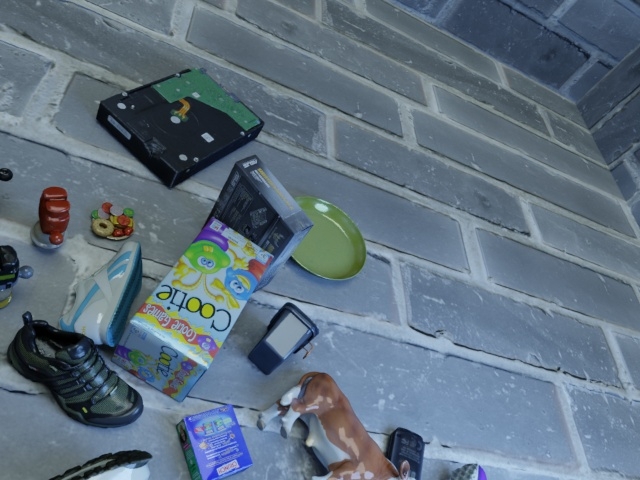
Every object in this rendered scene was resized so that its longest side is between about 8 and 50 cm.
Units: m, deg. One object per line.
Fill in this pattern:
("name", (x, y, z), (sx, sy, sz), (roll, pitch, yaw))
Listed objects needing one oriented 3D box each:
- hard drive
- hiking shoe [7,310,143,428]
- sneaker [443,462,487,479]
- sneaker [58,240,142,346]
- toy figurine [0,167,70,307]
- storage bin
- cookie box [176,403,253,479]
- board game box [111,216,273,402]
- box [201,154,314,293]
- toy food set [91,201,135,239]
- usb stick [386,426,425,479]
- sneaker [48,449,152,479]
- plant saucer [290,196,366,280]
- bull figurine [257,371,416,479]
("hard drive", (-0.319, -0.283, 1.286), (0.237, 0.064, 0.339), (42, 43, 2))
("hiking shoe", (-0.364, 0.199, 0.812), (0.227, 0.114, 0.086), (34, 43, -7))
("sneaker", (0.276, 0.564, 0.978), (0.146, 0.102, 0.293), (36, 47, -10))
("sneaker", (-0.368, 0.078, 0.933), (0.092, 0.087, 0.229), (6, 38, -2))
("toy figurine", (-0.534, -0.022, 0.867), (0.213, 0.148, 0.209), (32, 49, -12))
("storage bin", (-0.072, 0.197, 1.017), (0.098, 0.135, 0.091), (43, 54, 3))
("cookie box", (-0.174, 0.336, 0.886), (0.091, 0.040, 0.107), (-5, 58, -38))
("board game box", (-0.220, 0.115, 0.963), (0.142, 0.144, 0.275), (33, 42, -6))
("box", (-0.133, -0.027, 1.078), (0.183, 0.231, 0.056), (49, 47, 11))
("toy food set", (-0.403, -0.038, 1.053), (0.083, 0.020, 0.083), (10, 50, -28))
("usb stick", (0.141, 0.478, 0.987), (0.077, 0.045, 0.278), (26, 44, -3))
("sneaker", (-0.367, 0.413, 0.628), (0.410, 0.158, 0.182), (-18, 84, -38))
("plant saucer", (0.000, 0.000, 1.292), (0.241, 0.037, 0.241), (20, 46, -21))
("bull figurine", (0.032, 0.372, 0.942), (0.188, 0.101, 0.310), (-10, 48, -39))
